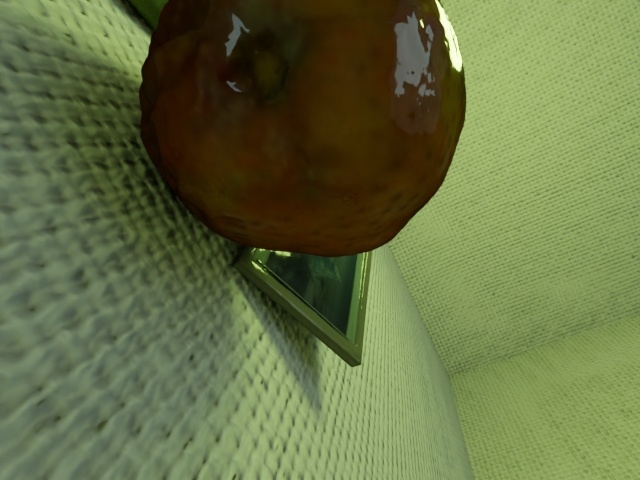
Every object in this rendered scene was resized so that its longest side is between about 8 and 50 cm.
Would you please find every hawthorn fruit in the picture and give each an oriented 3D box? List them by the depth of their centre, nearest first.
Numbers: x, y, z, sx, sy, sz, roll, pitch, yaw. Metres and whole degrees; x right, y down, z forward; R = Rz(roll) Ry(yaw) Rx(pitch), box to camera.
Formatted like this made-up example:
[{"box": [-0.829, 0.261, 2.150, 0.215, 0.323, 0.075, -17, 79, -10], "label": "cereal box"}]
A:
[{"box": [-0.027, -0.193, 0.589, 0.471, 0.473, 0.471, 59, 15, -27], "label": "hawthorn fruit"}]

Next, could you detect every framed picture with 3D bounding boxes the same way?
[{"box": [0.000, 0.000, 0.911, 0.326, 0.028, 0.445, 45, 34, -25], "label": "framed picture"}]

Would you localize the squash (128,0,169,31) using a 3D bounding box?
[{"box": [-0.318, -0.452, 0.674, 0.341, 0.095, 0.094, 48, 23, -60], "label": "squash"}]
